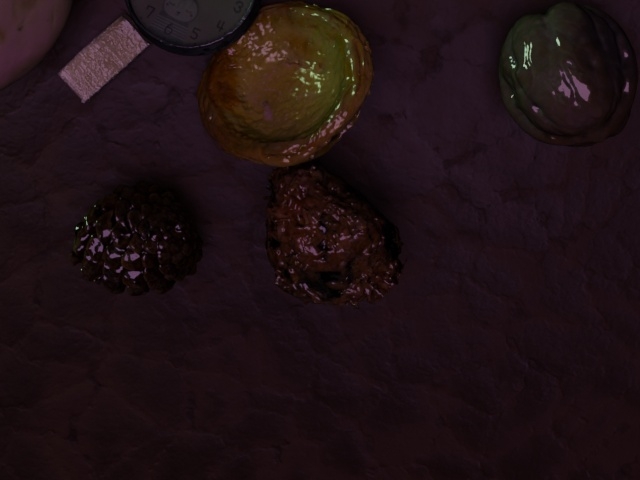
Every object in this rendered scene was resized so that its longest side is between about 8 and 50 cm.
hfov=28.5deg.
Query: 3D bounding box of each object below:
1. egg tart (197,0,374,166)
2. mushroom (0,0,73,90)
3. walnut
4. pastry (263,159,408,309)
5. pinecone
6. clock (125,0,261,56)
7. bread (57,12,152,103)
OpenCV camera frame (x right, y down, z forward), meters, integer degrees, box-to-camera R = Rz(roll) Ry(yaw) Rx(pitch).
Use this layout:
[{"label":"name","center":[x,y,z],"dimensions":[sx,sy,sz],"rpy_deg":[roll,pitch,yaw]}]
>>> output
[{"label":"egg tart","center":[-0.046,-0.227,1.923],"dimensions":[0.294,0.123,0.294],"rpy_deg":[-10,65,21]},{"label":"mushroom","center":[-0.520,-0.398,1.829],"dimensions":[0.353,0.353,0.325],"rpy_deg":[45,132,-10]},{"label":"walnut","center":[0.371,-0.242,1.885],"dimensions":[0.224,0.224,0.224],"rpy_deg":[1,107,3]},{"label":"pastry","center":[0.000,0.000,1.951],"dimensions":[0.275,0.275,0.193],"rpy_deg":[39,89,-9]},{"label":"pinecone","center":[-0.297,0.006,2.016],"dimensions":[0.205,0.179,0.184],"rpy_deg":[-30,94,38]},{"label":"clock","center":[-0.195,-0.389,1.916],"dimensions":[0.215,0.042,0.214],"rpy_deg":[0,85,4]},{"label":"bread","center":[-0.343,-0.289,2.001],"dimensions":[0.154,0.028,0.068],"rpy_deg":[-40,101,14]}]
